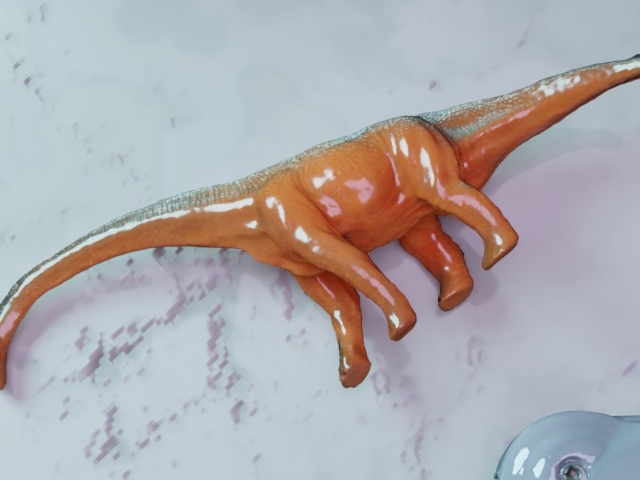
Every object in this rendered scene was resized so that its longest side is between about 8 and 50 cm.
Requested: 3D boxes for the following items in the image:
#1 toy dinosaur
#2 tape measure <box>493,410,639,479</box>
[{"bbox_3d":[0.001,0.002,0.604,0.279,0.055,0.101,-29,69,-3],"label":"toy dinosaur"},{"bbox_3d":[0.151,0.138,0.541,0.196,0.105,0.178,-8,78,-1],"label":"tape measure"}]
